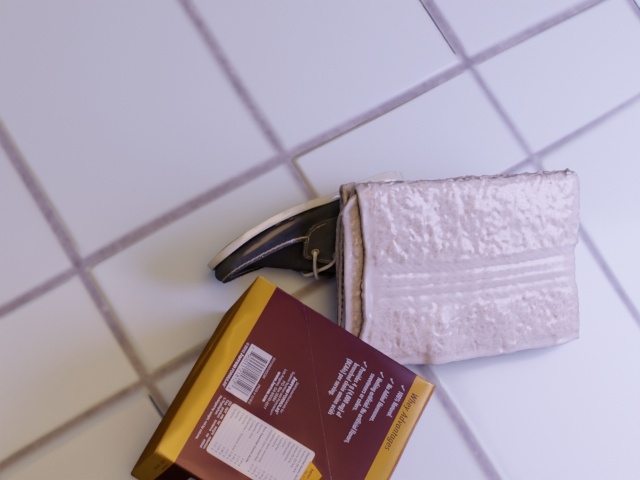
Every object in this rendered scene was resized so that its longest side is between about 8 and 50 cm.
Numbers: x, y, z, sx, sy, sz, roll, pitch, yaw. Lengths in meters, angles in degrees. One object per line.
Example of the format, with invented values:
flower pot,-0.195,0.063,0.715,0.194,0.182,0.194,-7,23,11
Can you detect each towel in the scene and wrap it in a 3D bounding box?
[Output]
towel,0.145,0.025,1.274,0.282,0.049,0.187,-6,101,-24

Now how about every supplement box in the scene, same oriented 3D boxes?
supplement box,-0.035,0.174,1.166,0.194,0.129,0.191,33,65,-5

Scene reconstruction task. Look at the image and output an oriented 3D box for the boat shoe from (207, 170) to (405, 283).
boat shoe,0.000,0.000,1.263,0.233,0.084,0.079,-20,79,-26
